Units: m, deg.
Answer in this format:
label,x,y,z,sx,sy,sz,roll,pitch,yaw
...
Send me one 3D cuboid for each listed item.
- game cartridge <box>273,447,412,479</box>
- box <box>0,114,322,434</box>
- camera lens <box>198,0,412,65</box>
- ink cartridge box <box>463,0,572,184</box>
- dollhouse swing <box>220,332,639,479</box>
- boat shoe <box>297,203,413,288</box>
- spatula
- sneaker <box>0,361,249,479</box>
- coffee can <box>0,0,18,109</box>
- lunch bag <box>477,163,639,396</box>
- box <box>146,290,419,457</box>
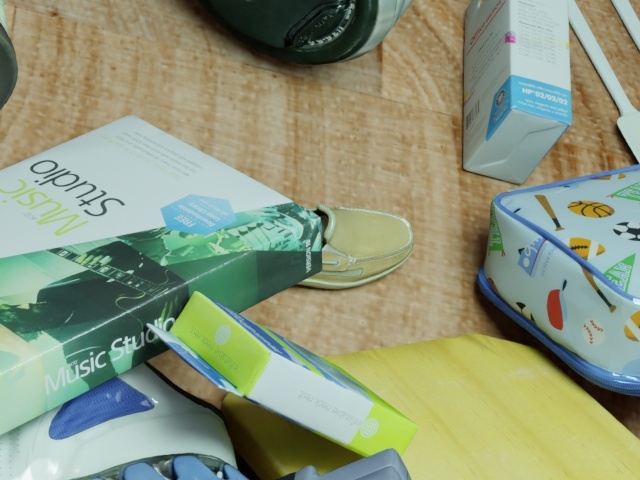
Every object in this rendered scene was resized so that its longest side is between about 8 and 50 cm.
label,x,y,z,sx,sy,sz,roll,pitch,yaw
game cartridge,-0.109,0.243,1.229,0.230,0.355,0.068,-87,153,-72
box,-0.192,0.019,1.457,0.322,0.058,0.232,-28,40,-34
camera lens,0.016,-0.302,1.719,0.219,0.219,0.274,36,52,1
ink cartridge box,0.174,-0.156,1.770,0.061,0.104,0.181,14,56,-16
dollhouse swing,0.106,0.269,1.504,0.347,0.305,0.315,-8,105,-28
boat shoe,0.000,0.000,1.615,0.190,0.072,0.068,-9,64,-29
spatula,0.324,-0.159,1.893,0.168,0.019,0.242,-13,66,-29
sneaker,-0.198,0.162,1.407,0.315,0.127,0.182,-2,38,-10
coffee can,-0.351,-0.231,1.524,0.201,0.201,0.275,0,60,-24
lunch bag,0.298,0.017,1.673,0.303,0.115,0.243,-10,29,-30
box,-0.026,0.096,1.391,0.178,0.042,0.109,30,2,-41
